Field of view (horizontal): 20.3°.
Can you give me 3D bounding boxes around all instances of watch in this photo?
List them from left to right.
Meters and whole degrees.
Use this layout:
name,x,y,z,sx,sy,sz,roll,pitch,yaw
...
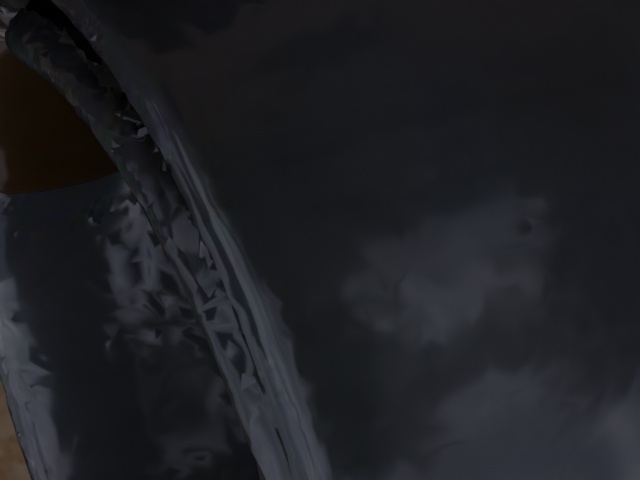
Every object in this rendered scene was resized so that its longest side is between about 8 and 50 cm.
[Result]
name,x,y,z,sx,sy,sz,roll,pitch,yaw
watch,0.000,0.000,0.492,0.314,0.327,0.335,-20,153,-23
